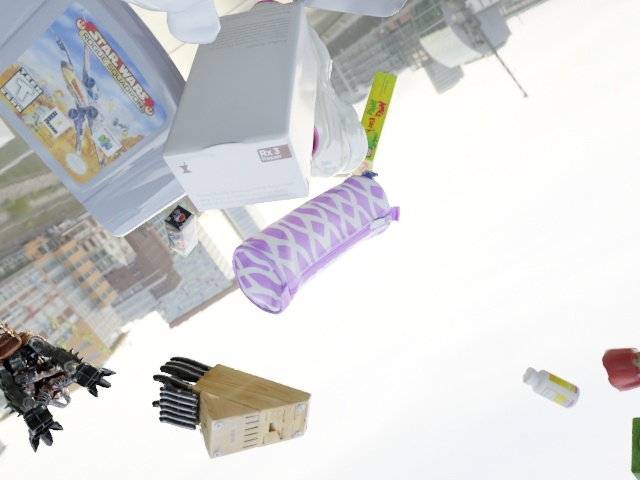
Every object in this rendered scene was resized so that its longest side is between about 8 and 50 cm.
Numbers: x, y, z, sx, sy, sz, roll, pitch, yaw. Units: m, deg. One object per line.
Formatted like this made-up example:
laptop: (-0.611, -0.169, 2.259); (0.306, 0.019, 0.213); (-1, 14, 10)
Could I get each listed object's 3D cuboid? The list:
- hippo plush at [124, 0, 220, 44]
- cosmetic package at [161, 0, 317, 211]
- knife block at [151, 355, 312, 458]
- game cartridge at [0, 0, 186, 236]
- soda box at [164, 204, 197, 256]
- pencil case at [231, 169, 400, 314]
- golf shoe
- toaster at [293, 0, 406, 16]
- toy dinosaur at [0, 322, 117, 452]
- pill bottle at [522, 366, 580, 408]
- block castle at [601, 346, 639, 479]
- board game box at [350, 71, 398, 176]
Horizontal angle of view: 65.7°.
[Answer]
hippo plush: (-0.051, -0.250, 0.333); (0.237, 0.234, 0.294); (-54, -139, 14)
cosmetic package: (-0.069, -0.144, 0.506); (0.117, 0.085, 0.231); (-6, -128, 12)
knife block: (-0.186, 0.305, 0.989); (0.275, 0.088, 0.242); (-3, -157, -27)
game cartridge: (-0.257, -0.163, 0.558); (0.198, 0.297, 0.062); (-27, -160, 27)
soda box: (-0.361, -0.021, 1.290); (0.060, 0.053, 0.169); (-57, 175, -26)
pencil case: (0.000, 0.000, 0.550); (0.088, 0.086, 0.206); (29, -133, 31)
golf shoe: (-0.044, -0.234, 0.770); (0.140, 0.306, 0.115); (-30, 179, -41)
toaster: (0.024, -0.371, 0.595); (0.185, 0.168, 0.110); (-7, 153, -27)
toy dinosaur: (-0.519, 0.237, 0.878); (0.164, 0.218, 0.322); (-57, 158, -13)
pill bottle: (0.382, 0.242, 0.825); (0.043, 0.083, 0.043); (-63, 176, -7)
block castle: (0.604, 0.431, 0.851); (0.212, 0.303, 0.453); (-30, -161, 46)
board game box: (0.100, -0.209, 0.925); (0.092, 0.043, 0.181); (77, 29, -70)
